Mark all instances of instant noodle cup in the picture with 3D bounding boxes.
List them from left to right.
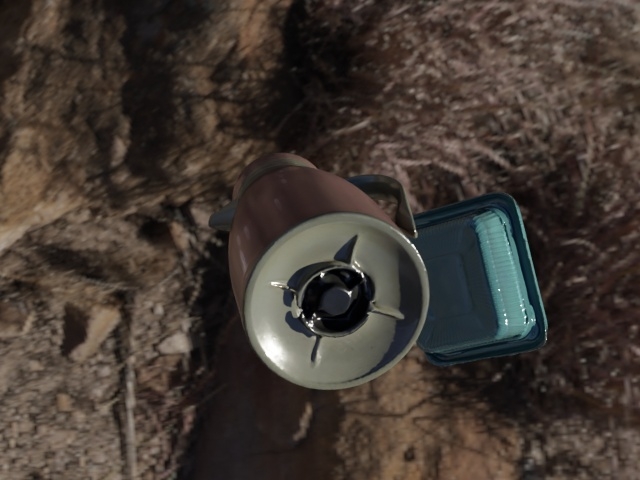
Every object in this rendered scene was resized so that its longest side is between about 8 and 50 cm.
[{"bbox_3d":[0.153,0.047,1.354,0.070,0.157,0.179,-9,85,-57],"label":"instant noodle cup"}]

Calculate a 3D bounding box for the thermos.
[{"bbox_3d":[0.000,0.000,1.050,0.176,0.265,0.145,-12,112,-6],"label":"thermos"}]
